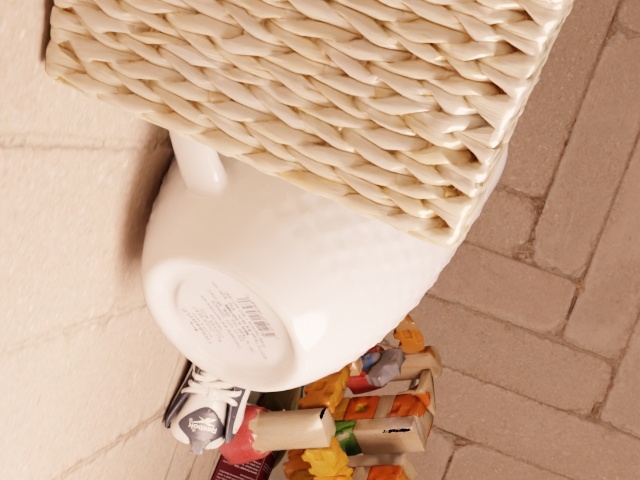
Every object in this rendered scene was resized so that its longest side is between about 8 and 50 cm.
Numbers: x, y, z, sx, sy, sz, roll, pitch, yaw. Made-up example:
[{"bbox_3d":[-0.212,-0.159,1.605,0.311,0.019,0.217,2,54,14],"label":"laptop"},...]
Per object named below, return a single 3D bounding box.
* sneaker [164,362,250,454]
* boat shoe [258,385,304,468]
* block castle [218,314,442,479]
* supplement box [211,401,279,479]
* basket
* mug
[{"bbox_3d":[-0.125,0.176,1.677,0.235,0.094,0.153,116,-10,-59],"label":"sneaker"},{"bbox_3d":[-0.067,0.286,2.386,0.073,0.080,0.223,-31,137,-69],"label":"boat shoe"},{"bbox_3d":[0.009,0.240,2.124,0.303,0.213,0.453,65,30,-30],"label":"block castle"},{"bbox_3d":[-0.131,0.390,2.245,0.130,0.073,0.239,79,31,-73],"label":"supplement box"},{"bbox_3d":[0.033,-0.223,0.930,0.328,0.331,0.266,-60,169,-48],"label":"basket"},{"bbox_3d":[-0.027,-0.067,1.285,0.328,0.276,0.374,-54,134,-37],"label":"mug"}]
